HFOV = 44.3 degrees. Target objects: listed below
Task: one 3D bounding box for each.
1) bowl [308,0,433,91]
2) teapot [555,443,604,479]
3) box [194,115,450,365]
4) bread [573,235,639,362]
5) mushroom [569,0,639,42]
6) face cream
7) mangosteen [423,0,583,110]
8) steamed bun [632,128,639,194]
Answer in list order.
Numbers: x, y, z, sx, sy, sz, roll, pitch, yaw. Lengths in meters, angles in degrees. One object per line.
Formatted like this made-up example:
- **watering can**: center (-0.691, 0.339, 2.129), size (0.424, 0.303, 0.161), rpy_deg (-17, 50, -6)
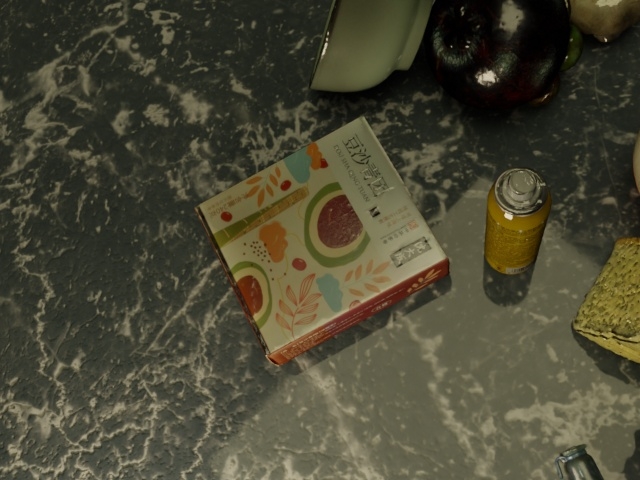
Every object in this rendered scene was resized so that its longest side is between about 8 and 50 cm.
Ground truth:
- **bowl**: center (0.112, -0.450, 1.576), size (0.185, 0.354, 0.353), rpy_deg (16, 75, -5)
- **teapot**: center (0.452, 0.401, 1.367), size (0.049, 0.063, 0.083), rpy_deg (-9, 64, -26)
- **box**: center (0.000, 0.000, 1.541), size (0.385, 0.122, 0.344), rpy_deg (-29, 69, 0)
- **bread**: center (0.661, 0.141, 1.401), size (0.315, 0.279, 0.248), rpy_deg (38, 80, -24)
- **mushroom**: center (0.577, -0.477, 1.593), size (0.166, 0.127, 0.166), rpy_deg (-9, 47, 9)
- **face cream**: center (0.339, -0.036, 1.367), size (0.105, 0.348, 0.105), rpy_deg (-3, 71, 10)
- **mangosteen**: center (0.355, -0.400, 1.540), size (0.300, 0.300, 0.300), rpy_deg (-3, 71, 10)
- **steamed bun**: center (0.661, -0.129, 1.399), size (0.177, 0.283, 0.282), rpy_deg (-19, 63, 47)
